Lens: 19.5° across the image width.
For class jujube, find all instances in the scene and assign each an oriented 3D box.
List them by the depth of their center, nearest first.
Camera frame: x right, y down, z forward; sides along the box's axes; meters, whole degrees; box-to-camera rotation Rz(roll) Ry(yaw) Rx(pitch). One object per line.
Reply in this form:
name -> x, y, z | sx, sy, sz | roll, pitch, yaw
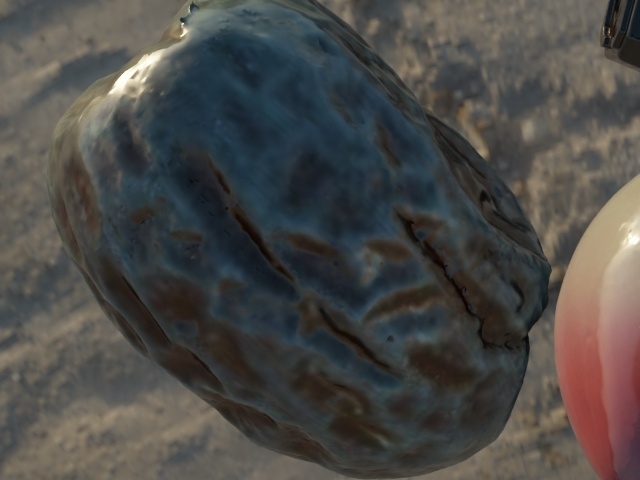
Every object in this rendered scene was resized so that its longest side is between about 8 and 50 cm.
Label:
jujube -> -0.006, 0.005, 1.078 | 0.215, 0.308, 0.246 | -41, 10, 11

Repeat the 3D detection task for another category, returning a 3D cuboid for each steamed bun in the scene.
steamed bun -> 0.295, 0.092, 1.341 | 0.309, 0.309, 0.309 | -7, 55, 11

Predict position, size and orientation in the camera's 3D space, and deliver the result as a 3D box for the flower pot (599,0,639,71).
flower pot -> 0.332, -0.263, 1.779 | 0.084, 0.179, 0.250 | 11, 97, -2
